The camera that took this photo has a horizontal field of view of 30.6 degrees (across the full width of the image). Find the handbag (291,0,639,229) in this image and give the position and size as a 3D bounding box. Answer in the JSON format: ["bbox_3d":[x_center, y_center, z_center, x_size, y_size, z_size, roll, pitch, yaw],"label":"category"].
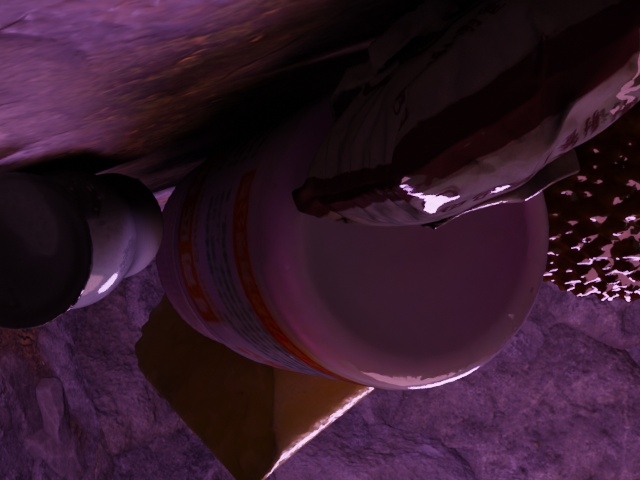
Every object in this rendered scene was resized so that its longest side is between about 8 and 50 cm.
[{"bbox_3d":[0.088,-0.083,0.655,0.213,0.127,0.235,-36,-167,-14],"label":"handbag"}]

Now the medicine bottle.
[{"bbox_3d":[0.000,0.000,0.955,0.219,0.219,0.388,-19,-175,-19],"label":"medicine bottle"}]

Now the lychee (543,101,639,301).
[{"bbox_3d":[0.239,-0.074,1.006,0.267,0.268,0.267,-19,180,0],"label":"lychee"}]

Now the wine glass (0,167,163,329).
[{"bbox_3d":[-0.181,-0.003,0.847,0.103,0.103,0.231,-19,-176,7],"label":"wine glass"}]

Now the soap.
[{"bbox_3d":[0.002,0.038,1.249,0.427,0.115,0.306,-44,-136,-12],"label":"soap"}]
